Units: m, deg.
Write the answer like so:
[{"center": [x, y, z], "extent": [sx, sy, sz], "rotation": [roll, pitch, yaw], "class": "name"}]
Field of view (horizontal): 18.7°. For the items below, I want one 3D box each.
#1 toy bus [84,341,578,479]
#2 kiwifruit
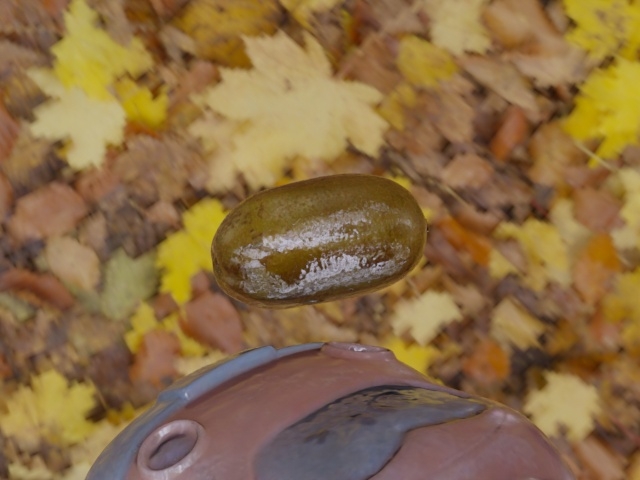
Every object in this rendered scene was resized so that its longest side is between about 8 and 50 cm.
[{"center": [0.035, 0.189, 0.855], "extent": [0.197, 0.231, 0.294], "rotation": [-23, 100, -42], "class": "toy bus"}, {"center": [0.000, 0.000, 1.090], "extent": [0.124, 0.075, 0.075], "rotation": [-9, 113, -8], "class": "kiwifruit"}]
